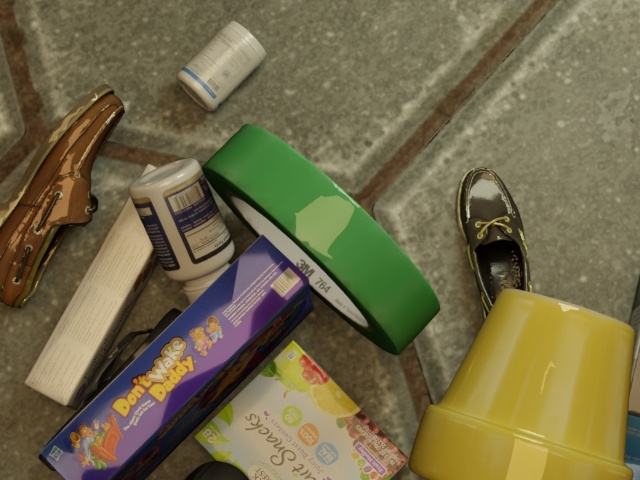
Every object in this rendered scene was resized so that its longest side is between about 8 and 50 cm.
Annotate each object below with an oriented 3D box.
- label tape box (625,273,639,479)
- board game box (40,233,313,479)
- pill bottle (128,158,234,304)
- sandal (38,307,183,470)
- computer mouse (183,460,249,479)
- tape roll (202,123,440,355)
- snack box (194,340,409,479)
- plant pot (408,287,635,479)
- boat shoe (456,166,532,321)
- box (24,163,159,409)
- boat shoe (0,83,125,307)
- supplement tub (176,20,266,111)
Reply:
[{"bbox_3d":[0.495,0.189,1.585,0.249,0.115,0.347,15,78,4],"label":"label tape box"},{"bbox_3d":[-0.158,0.161,1.542,0.078,0.233,0.347,44,82,9],"label":"board game box"},{"bbox_3d":[-0.163,-0.008,1.600,0.094,0.094,0.169,-23,107,-3],"label":"pill bottle"},{"bbox_3d":[-0.265,0.176,1.610,0.054,0.097,0.254,42,83,9],"label":"sandal"},{"bbox_3d":[-0.147,0.403,1.521,0.184,0.060,0.262,40,85,8],"label":"computer mouse"},{"bbox_3d":[0.000,0.000,1.527,0.321,0.321,0.077,43,82,9],"label":"tape roll"},{"bbox_3d":[-0.022,0.259,1.602,0.174,0.070,0.207,-43,79,-6],"label":"snack box"},{"bbox_3d":[0.256,0.193,1.505,0.254,0.254,0.239,18,85,5],"label":"plant pot"},{"bbox_3d":[0.227,0.009,1.648,0.081,0.068,0.227,-11,78,-1],"label":"boat shoe"},{"bbox_3d":[-0.266,0.058,1.652,0.067,0.063,0.324,26,80,7],"label":"box"},{"bbox_3d":[-0.334,-0.054,1.662,0.104,0.111,0.307,36,91,4],"label":"boat shoe"},{"bbox_3d":[-0.131,-0.229,1.704,0.071,0.071,0.107,42,81,9],"label":"supplement tub"}]
